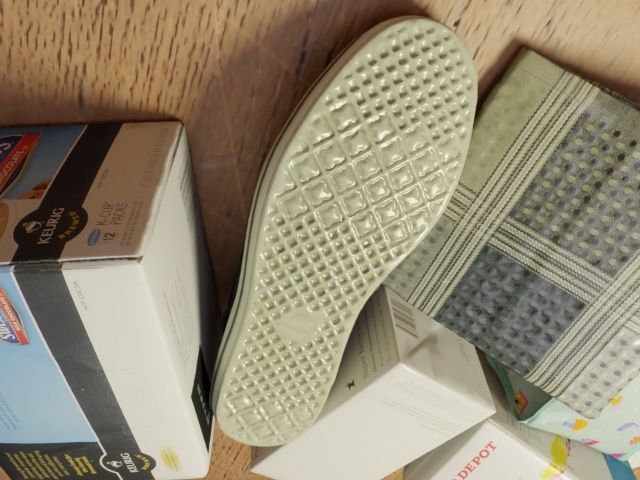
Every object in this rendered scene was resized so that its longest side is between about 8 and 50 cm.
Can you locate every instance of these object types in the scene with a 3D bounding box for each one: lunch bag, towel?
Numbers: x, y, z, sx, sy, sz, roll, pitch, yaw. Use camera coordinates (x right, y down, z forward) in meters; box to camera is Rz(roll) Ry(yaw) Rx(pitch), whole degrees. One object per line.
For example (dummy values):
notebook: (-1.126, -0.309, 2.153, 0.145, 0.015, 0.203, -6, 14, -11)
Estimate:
lunch bag: (0.402, 0.148, 0.743, 0.223, 0.160, 0.262, 23, 117, -21)
towel: (0.266, 0.003, 0.596, 0.312, 0.056, 0.324, 33, 117, 7)

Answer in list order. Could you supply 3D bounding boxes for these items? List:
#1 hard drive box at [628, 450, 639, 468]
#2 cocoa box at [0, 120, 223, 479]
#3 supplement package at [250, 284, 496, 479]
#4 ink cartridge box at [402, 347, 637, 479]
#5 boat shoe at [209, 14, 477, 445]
hard drive box: (0.431, 0.357, 0.974, 0.232, 0.089, 0.181, -21, 129, 13)
cocoa box: (-0.248, 0.077, 0.593, 0.228, 0.231, 0.347, -2, 131, -1)
supplement package: (0.055, 0.205, 0.760, 0.175, 0.177, 0.293, 30, 122, -27)
ink cartridge box: (0.288, 0.342, 0.805, 0.270, 0.197, 0.198, 34, 112, 0)
boat shoe: (0.000, 0.000, 0.603, 0.186, 0.156, 0.500, 17, 113, -15)
